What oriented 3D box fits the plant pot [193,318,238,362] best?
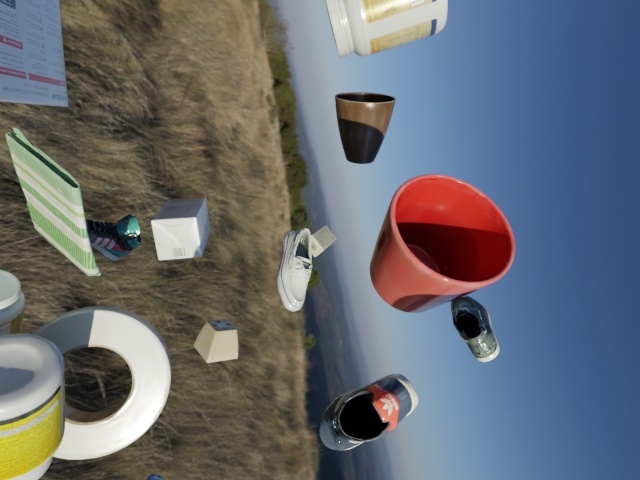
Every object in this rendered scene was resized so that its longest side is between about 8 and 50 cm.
[{"bbox_3d":[-0.323,0.310,1.283,0.109,0.109,0.096,26,-74,46],"label":"plant pot"}]

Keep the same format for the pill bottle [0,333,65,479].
[{"bbox_3d":[-0.640,0.370,0.839,0.188,0.188,0.334,-100,-153,-56],"label":"pill bottle"}]

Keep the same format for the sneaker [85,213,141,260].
[{"bbox_3d":[-0.733,-0.037,1.418,0.124,0.178,0.295,62,0,25],"label":"sneaker"}]

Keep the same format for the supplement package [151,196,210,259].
[{"bbox_3d":[-0.454,-0.047,1.348,0.244,0.139,0.134,-109,-165,-68],"label":"supplement package"}]

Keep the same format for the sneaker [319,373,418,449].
[{"bbox_3d":[0.074,0.441,0.991,0.131,0.148,0.350,55,-52,21],"label":"sneaker"}]

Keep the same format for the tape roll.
[{"bbox_3d":[-0.599,0.368,1.066,0.072,0.392,0.392,-178,-105,-72],"label":"tape roll"}]

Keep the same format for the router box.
[{"bbox_3d":[-0.590,-0.414,0.758,0.335,0.082,0.301,-129,-139,-70],"label":"router box"}]

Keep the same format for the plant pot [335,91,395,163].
[{"bbox_3d":[0.153,-0.408,1.488,0.215,0.215,0.230,-100,-169,-60],"label":"plant pot"}]

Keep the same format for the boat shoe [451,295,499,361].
[{"bbox_3d":[0.501,0.263,1.360,0.099,0.116,0.319,49,18,-19],"label":"boat shoe"}]

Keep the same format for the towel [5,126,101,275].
[{"bbox_3d":[-0.625,-0.073,0.962,0.038,0.248,0.325,-41,161,-42],"label":"towel"}]

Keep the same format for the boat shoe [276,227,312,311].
[{"bbox_3d":[-0.060,0.065,1.039,0.083,0.076,0.226,23,51,-41],"label":"boat shoe"}]

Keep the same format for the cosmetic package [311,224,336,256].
[{"bbox_3d":[0.000,0.000,1.220,0.060,0.041,0.115,52,29,1],"label":"cosmetic package"}]

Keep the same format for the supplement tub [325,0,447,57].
[{"bbox_3d":[0.181,-0.673,1.164,0.228,0.316,0.228,-14,90,-82],"label":"supplement tub"}]

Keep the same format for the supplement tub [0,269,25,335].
[{"bbox_3d":[-0.768,0.178,0.924,0.144,0.144,0.200,-100,-147,-59],"label":"supplement tub"}]

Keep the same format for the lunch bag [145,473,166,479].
[{"bbox_3d":[-0.458,0.813,1.183,0.219,0.090,0.176,43,3,-6],"label":"lunch bag"}]

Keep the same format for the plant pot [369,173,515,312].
[{"bbox_3d":[0.241,0.031,0.907,0.243,0.275,0.275,114,-30,-55],"label":"plant pot"}]
